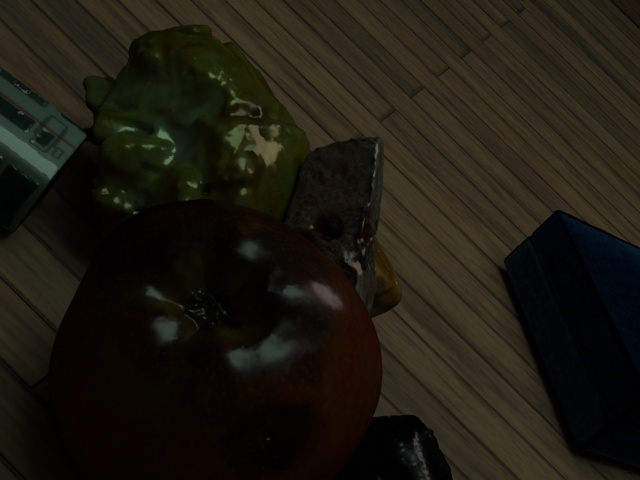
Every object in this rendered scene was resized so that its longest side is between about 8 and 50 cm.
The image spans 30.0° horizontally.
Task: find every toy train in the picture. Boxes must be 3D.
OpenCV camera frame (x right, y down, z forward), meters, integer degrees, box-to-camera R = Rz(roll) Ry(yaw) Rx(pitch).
[{"bbox_3d":[-0.374,-0.160,0.907,0.407,0.086,0.088,37,37,-10],"label":"toy train"}]

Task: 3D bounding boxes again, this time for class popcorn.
[{"bbox_3d":[-0.103,-0.070,1.012,0.204,0.183,0.221,66,3,-60],"label":"popcorn"}]

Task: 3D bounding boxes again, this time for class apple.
[{"bbox_3d":[-0.075,0.081,0.801,0.230,0.230,0.230,30,33,-22],"label":"apple"}]

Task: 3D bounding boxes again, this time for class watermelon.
[{"bbox_3d":[0.012,0.034,0.974,0.094,0.241,0.154,7,0,23],"label":"watermelon"}]

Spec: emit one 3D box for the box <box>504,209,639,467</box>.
[{"bbox_3d":[0.372,0.130,1.385,0.261,0.116,0.279,20,38,-32],"label":"box"}]

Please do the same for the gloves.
[{"bbox_3d":[0.045,0.232,0.873,0.124,0.164,0.203,3,73,-28],"label":"gloves"}]

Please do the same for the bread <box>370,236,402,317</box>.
[{"bbox_3d":[-0.002,0.001,1.131,0.134,0.085,0.173,34,23,-57],"label":"bread"}]
